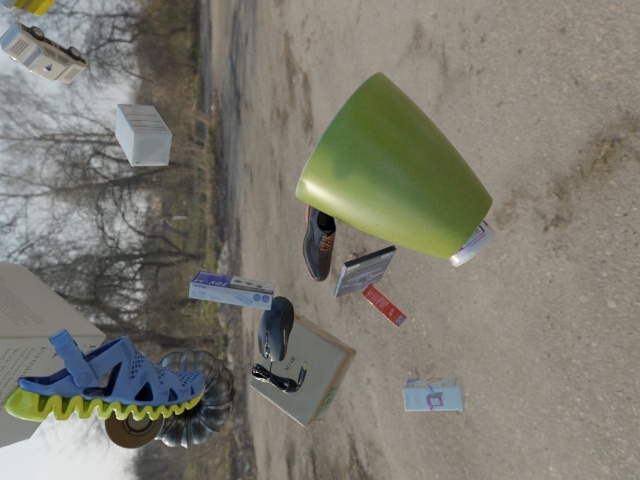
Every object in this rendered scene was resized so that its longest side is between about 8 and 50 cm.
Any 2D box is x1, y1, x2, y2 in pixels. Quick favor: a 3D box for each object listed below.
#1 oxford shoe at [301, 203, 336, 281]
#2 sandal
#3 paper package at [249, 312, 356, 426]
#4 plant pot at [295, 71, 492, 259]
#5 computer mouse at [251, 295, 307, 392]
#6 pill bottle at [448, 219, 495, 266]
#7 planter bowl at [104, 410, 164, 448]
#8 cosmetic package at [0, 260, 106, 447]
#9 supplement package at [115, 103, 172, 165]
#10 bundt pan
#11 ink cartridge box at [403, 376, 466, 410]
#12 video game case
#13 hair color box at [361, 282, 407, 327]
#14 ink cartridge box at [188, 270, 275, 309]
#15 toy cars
[{"bbox_3d":[0.000,0.000,1.473,0.098,0.097,0.271,-167,72,-67],"label":"oxford shoe"},{"bbox_3d":[-0.346,0.231,0.815,0.126,0.317,0.138,-5,75,53],"label":"sandal"},{"bbox_3d":[-0.064,0.495,1.843,0.309,0.168,0.325,28,90,28],"label":"paper package"},{"bbox_3d":[0.152,-0.106,0.868,0.275,0.293,0.275,-53,-6,-8],"label":"plant pot"},{"bbox_3d":[-0.111,0.299,1.326,0.184,0.060,0.262,20,99,31],"label":"computer mouse"},{"bbox_3d":[0.392,-0.079,1.503,0.301,0.169,0.169,50,153,7],"label":"pill bottle"},{"bbox_3d":[-0.536,0.520,1.384,0.109,0.162,0.162,123,142,-65],"label":"planter bowl"},{"bbox_3d":[-0.779,0.244,1.032,0.329,0.327,0.394,-54,-11,-5],"label":"cosmetic package"},{"bbox_3d":[-0.505,-0.301,1.344,0.179,0.105,0.105,51,133,37],"label":"supplement package"},{"bbox_3d":[-0.443,0.535,1.572,0.124,0.330,0.331,-174,83,-77],"label":"bundt pan"},{"bbox_3d":[0.247,0.330,1.022,0.088,0.122,0.052,4,-101,-72],"label":"ink cartridge box"},{"bbox_3d":[0.156,0.117,1.725,0.274,0.196,0.026,103,145,-62],"label":"video game case"},{"bbox_3d":[0.187,0.189,1.389,0.043,0.141,0.072,-49,-7,3],"label":"hair color box"},{"bbox_3d":[-0.224,0.127,1.221,0.097,0.207,0.046,-95,14,-77],"label":"ink cartridge box"},{"bbox_3d":[-0.658,-0.486,1.074,0.394,0.176,0.087,109,145,-63],"label":"toy cars"}]
